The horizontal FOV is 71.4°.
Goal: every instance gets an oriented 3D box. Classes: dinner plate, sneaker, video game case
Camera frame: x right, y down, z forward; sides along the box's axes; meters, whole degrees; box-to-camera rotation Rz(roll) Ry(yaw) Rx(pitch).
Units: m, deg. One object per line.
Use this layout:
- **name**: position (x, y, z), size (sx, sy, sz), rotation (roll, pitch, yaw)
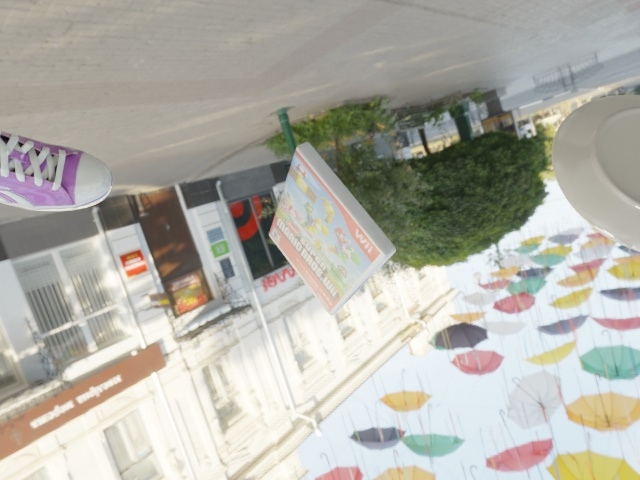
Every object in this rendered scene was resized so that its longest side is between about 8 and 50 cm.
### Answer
- **dinner plate**: position (0.243, -0.055, 0.323), size (0.141, 0.141, 0.017), rotation (-18, 157, -8)
- **sneaker**: position (-0.419, -0.106, 0.581), size (0.281, 0.102, 0.161), rotation (6, 169, -30)
- **video game case**: position (0.000, 0.000, 0.736), size (0.025, 0.204, 0.285), rotation (-32, 166, -27)
